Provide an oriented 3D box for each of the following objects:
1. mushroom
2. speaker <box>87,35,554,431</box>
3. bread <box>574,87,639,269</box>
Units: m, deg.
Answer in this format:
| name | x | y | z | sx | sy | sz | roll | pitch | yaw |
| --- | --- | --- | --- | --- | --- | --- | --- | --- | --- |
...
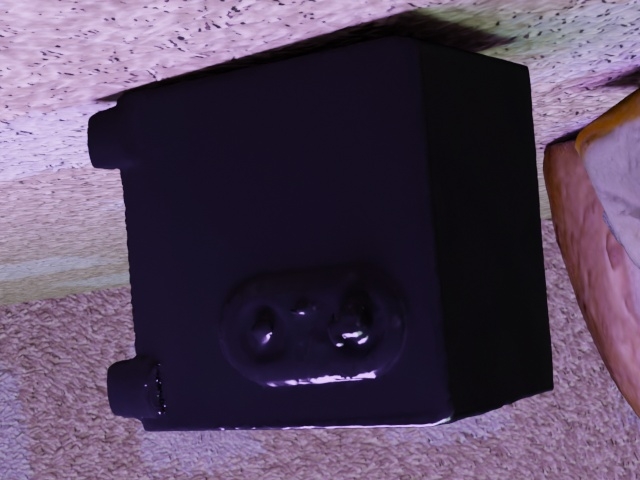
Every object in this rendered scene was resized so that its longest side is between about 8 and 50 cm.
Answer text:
| name | x | y | z | sx | sy | sz | roll | pitch | yaw |
| --- | --- | --- | --- | --- | --- | --- | --- | --- | --- |
| mushroom | 0.356 | 0.072 | 1.454 | 0.224 | 0.397 | 0.313 | -5 | 178 | -19 |
| speaker | 0.000 | 0.000 | 0.915 | 0.254 | 0.232 | 0.184 | -6 | 177 | 32 |
| bread | 0.355 | -0.039 | 1.091 | 0.250 | 0.225 | 0.279 | -1 | 174 | -25 |
